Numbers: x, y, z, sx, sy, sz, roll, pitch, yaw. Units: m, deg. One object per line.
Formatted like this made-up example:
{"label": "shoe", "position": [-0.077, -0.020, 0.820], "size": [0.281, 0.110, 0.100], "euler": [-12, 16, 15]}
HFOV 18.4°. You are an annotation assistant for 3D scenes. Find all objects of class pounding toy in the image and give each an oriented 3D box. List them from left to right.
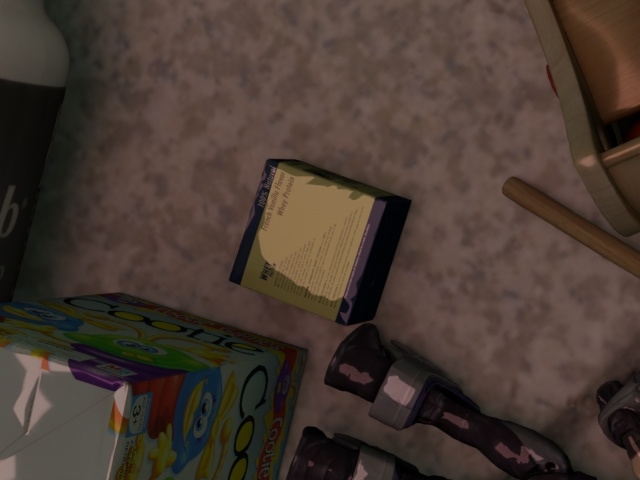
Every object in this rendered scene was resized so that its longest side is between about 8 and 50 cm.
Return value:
{"label": "pounding toy", "position": [0.151, -0.073, 1.129], "size": [0.155, 0.154, 0.269], "euler": [-24, 83, 18]}

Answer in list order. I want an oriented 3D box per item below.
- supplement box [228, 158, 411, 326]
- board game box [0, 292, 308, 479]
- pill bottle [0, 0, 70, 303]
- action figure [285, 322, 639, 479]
{"label": "supplement box", "position": [0.000, 0.000, 1.235], "size": [0.083, 0.056, 0.083], "euler": [20, 98, 17]}
{"label": "board game box", "position": [-0.131, 0.120, 1.168], "size": [0.142, 0.275, 0.144], "euler": [15, 96, 18]}
{"label": "pill bottle", "position": [-0.278, -0.063, 1.249], "size": [0.210, 0.210, 0.362], "euler": [17, 97, 18]}
{"label": "action figure", "position": [0.129, 0.150, 1.179], "size": [0.285, 0.099, 0.185], "euler": [25, 92, 13]}
